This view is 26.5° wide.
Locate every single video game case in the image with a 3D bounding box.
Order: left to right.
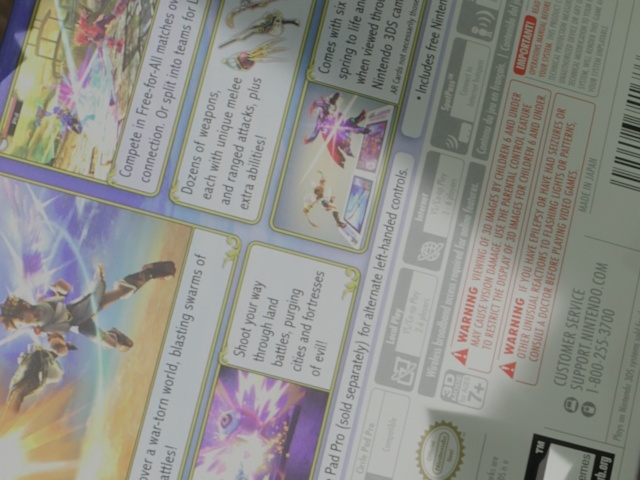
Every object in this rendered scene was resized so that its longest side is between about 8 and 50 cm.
[{"bbox_3d":[0.000,0.000,0.479,0.244,0.061,0.269,16,80,-9],"label":"video game case"}]
